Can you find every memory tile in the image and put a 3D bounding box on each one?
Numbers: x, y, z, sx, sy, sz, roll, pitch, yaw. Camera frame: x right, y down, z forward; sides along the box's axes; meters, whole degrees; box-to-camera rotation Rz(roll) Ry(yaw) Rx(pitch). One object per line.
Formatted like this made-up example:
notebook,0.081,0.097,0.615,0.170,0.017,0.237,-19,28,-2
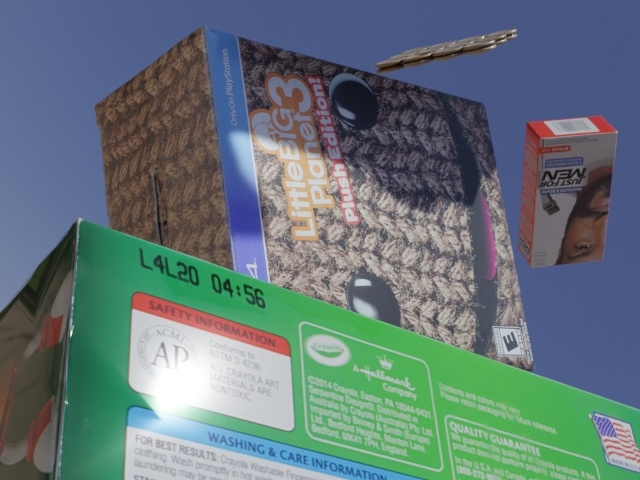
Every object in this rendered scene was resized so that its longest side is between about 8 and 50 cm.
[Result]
memory tile,0.144,-0.218,1.207,0.148,0.113,0.012,-6,-74,30

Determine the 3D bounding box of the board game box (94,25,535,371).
board game box,0.000,0.000,0.789,0.141,0.291,0.232,-24,-111,44

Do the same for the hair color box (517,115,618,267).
hair color box,0.286,-0.055,1.220,0.053,0.093,0.167,-107,-167,-59

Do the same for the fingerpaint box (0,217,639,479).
fingerpaint box,-0.029,0.206,0.629,0.444,0.163,0.371,20,-44,-30
